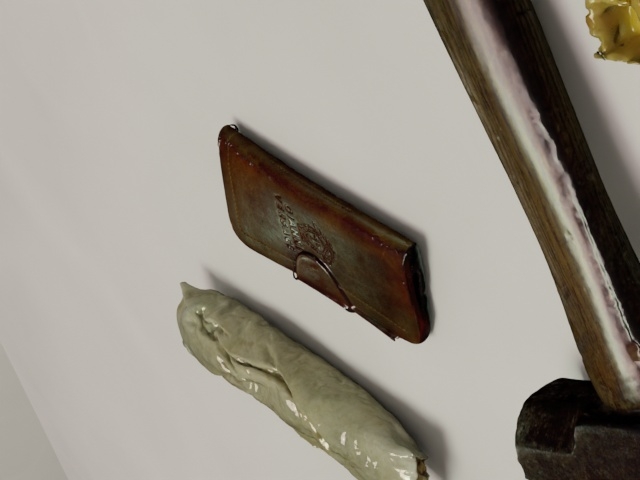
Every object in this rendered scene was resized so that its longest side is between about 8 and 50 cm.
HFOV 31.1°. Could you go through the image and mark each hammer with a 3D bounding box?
[{"bbox_3d":[0.154,0.001,0.703,0.242,0.095,0.409,-11,108,62],"label":"hammer"}]

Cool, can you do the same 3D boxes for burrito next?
[{"bbox_3d":[-0.026,0.159,1.194,0.392,0.076,0.117,30,145,41],"label":"burrito"}]

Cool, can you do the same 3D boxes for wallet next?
[{"bbox_3d":[0.000,0.000,1.021,0.255,0.031,0.137,33,145,38],"label":"wallet"}]

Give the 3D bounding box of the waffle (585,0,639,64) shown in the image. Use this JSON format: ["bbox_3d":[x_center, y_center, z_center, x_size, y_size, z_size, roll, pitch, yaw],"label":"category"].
[{"bbox_3d":[0.182,-0.168,0.496,0.160,0.055,0.211,26,140,46],"label":"waffle"}]
